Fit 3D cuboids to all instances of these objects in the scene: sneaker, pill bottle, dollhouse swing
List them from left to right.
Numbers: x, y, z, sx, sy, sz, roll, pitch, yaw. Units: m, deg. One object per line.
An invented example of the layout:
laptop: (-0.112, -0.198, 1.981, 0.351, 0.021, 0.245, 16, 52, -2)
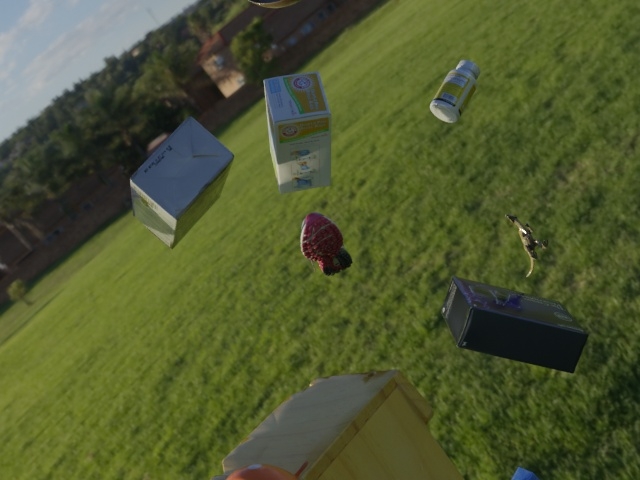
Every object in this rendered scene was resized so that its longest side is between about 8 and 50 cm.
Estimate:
sneaker: (0.000, 0.000, 2.043, 0.120, 0.299, 0.112, -26, 63, 0)
dollhouse swing: (0.054, 0.459, 1.322, 0.315, 0.305, 0.347, -16, 15, 42)
pill bottle: (0.270, -0.297, 1.439, 0.116, 0.065, 0.065, -59, 23, -12)

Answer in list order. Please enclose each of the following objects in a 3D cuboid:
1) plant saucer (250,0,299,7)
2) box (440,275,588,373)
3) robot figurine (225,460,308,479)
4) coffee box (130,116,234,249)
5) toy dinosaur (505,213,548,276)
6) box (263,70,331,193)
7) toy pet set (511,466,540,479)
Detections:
plant saucer: (-0.066, -0.547, 1.522, 0.198, 0.036, 0.199, -13, 49, 15)
box: (0.414, 0.180, 1.578, 0.184, 0.261, 0.103, -94, 19, -70)
robot figurine: (-0.082, 0.345, 0.809, 0.128, 0.158, 0.219, 10, 42, 23)
coffee box: (-0.233, -0.087, 1.207, 0.141, 0.098, 0.246, -50, 3, -16)
toy dinosaur: (0.507, 0.011, 1.754, 0.053, 0.183, 0.092, -27, 18, -5)
box: (-0.041, -0.198, 1.348, 0.103, 0.203, 0.114, -10, 58, -6)
toy pet set: (0.467, 0.598, 1.685, 0.114, 0.122, 0.065, -52, -16, -20)
